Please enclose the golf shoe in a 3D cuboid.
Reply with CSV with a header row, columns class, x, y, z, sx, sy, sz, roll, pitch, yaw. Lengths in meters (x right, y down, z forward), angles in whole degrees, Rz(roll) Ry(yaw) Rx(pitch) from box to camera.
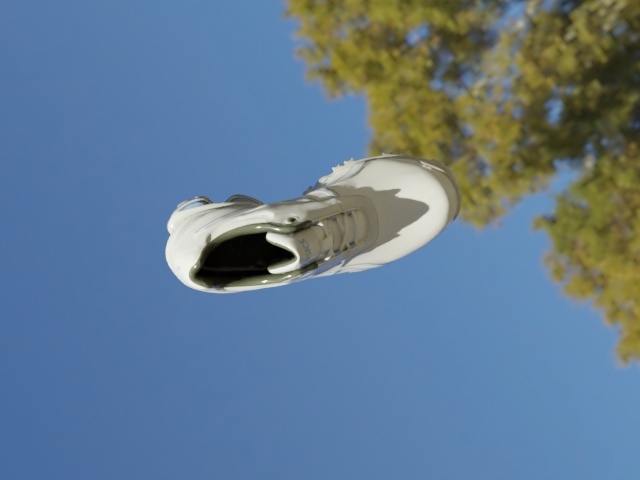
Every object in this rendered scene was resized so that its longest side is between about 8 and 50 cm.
class,x,y,z,sx,sy,sz,roll,pitch,yaw
golf shoe,0.000,0.000,0.929,0.086,0.176,0.069,-111,6,-73
